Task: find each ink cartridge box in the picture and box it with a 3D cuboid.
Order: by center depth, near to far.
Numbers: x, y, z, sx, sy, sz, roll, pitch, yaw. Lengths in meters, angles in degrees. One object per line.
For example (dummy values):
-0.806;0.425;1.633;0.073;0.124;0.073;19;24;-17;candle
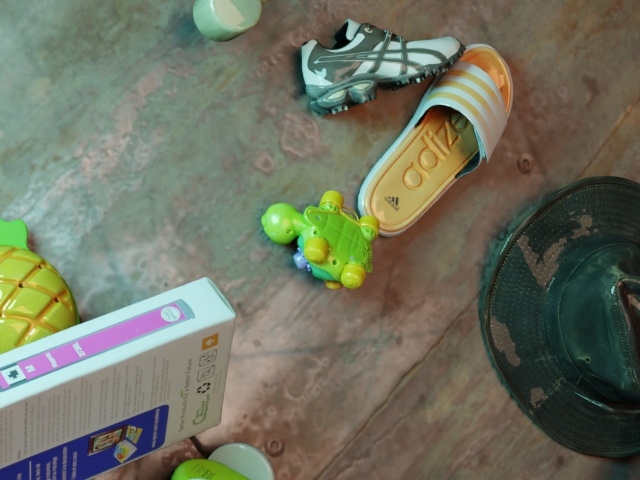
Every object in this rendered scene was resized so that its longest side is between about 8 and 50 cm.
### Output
-0.254;0.168;1.538;0.371;0.175;0.069;-23;55;-28;ink cartridge box

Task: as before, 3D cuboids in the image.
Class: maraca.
-0.303;0.050;1.575;0.127;0.099;0.185;-15;65;-35;maraca

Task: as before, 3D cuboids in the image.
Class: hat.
0.349;0.095;1.839;0.331;0.134;0.331;-2;96;-16;hat

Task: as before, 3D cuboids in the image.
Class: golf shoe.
0.069;-0.205;1.798;0.198;0.077;0.094;-21;93;-28;golf shoe

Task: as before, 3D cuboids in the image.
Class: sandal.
0.146;-0.109;1.822;0.102;0.076;0.265;43;68;-16;sandal

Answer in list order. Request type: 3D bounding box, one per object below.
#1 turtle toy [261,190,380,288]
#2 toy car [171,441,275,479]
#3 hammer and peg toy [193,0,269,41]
0.000;0.000;1.742;0.130;0.066;0.095;34;47;-16;turtle toy
-0.082;0.298;1.630;0.182;0.159;0.136;36;113;6;toy car
-0.092;-0.390;1.715;0.266;0.127;0.361;-16;90;-29;hammer and peg toy
